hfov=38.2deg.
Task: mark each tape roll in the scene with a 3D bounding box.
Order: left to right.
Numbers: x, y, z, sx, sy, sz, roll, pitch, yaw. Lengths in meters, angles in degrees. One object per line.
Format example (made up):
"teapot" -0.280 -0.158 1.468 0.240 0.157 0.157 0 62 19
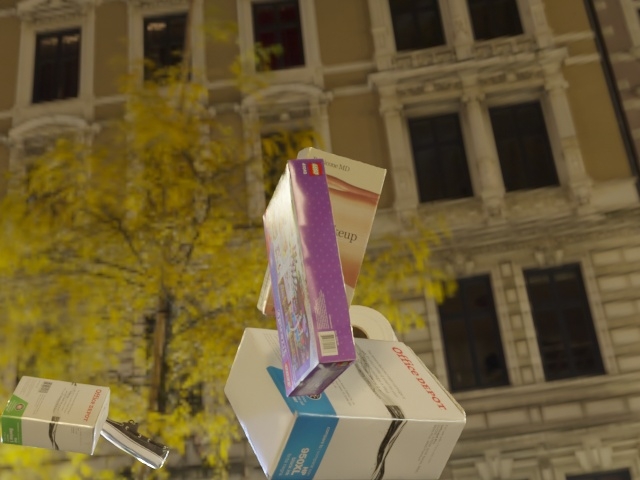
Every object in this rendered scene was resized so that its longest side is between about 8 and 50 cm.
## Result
"tape roll" 0.081 0.300 2.220 0.246 0.246 0.169 -13 -42 14

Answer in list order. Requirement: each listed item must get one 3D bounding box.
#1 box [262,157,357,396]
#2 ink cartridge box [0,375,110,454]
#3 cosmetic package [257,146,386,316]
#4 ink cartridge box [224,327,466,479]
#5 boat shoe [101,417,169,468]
"box" -0.022 0.057 1.318 0.057 0.293 0.201 -3 -21 -16
"ink cartridge box" -0.630 0.418 2.216 0.219 0.160 0.093 9 -62 -1
"cosmetic package" 0.000 0.000 1.623 0.153 0.296 0.129 14 -2 -9
"ink cartridge box" 0.047 0.329 1.854 0.394 0.285 0.166 8 -66 -29
"boat shoe" -0.515 0.532 2.524 0.228 0.076 0.080 31 -30 4
